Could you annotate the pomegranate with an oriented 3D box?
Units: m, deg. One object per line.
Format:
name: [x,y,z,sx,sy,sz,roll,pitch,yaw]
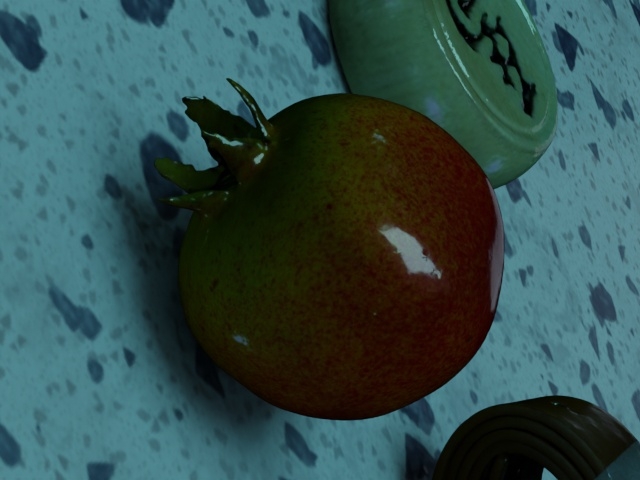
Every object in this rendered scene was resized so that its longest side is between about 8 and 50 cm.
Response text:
pomegranate: [0.000,0.000,1.255,0.256,0.221,0.221,44,34,-18]

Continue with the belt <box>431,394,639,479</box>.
belt: [0.182,0.245,1.406,0.105,0.184,0.261,4,66,-60]

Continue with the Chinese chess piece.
Chinese chess piece: [0.111,-0.163,1.671,0.250,0.101,0.250,39,39,-40]
